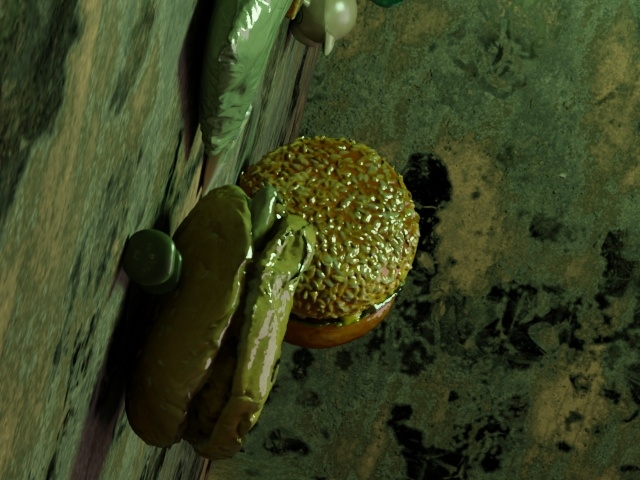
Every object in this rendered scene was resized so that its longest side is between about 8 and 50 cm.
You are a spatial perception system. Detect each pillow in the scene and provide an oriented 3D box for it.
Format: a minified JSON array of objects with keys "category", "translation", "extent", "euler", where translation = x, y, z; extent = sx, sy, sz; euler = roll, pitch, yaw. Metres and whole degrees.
[{"category":"pillow","translation":[-0.062,-0.252,1.345],"extent":[0.274,0.076,0.281],"euler":[108,-2,-71]}]

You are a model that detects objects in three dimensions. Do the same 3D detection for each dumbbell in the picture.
[{"category":"dumbbell","translation":[-0.153,0.021,1.205],"extent":[0.118,0.046,0.052],"euler":[103,-3,-83]}]

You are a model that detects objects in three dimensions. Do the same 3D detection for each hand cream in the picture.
[{"category":"hand cream","translation":[-0.122,-0.118,1.585],"extent":[0.061,0.039,0.143],"euler":[-84,-164,-49]}]

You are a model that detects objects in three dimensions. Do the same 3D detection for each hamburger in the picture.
[{"category":"hamburger","translation":[0.000,0.000,2.177],"extent":[0.250,0.330,0.330],"euler":[103,2,-56]},{"category":"hamburger","translation":[-0.111,0.080,1.349],"extent":[0.259,0.144,0.283],"euler":[125,-14,-62]}]

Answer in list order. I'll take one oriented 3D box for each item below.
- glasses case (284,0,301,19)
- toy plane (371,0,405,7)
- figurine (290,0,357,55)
[{"category":"glasses case","translation":[-0.035,-0.387,1.878],"extent":[0.218,0.049,0.075],"euler":[-73,-175,-65]},{"category":"toy plane","translation":[0.048,-0.411,1.375],"extent":[0.106,0.155,0.382],"euler":[101,-13,-66]},{"category":"figurine","translation":[0.006,-0.412,2.348],"extent":[0.125,0.125,0.138],"euler":[-74,163,-61]}]
